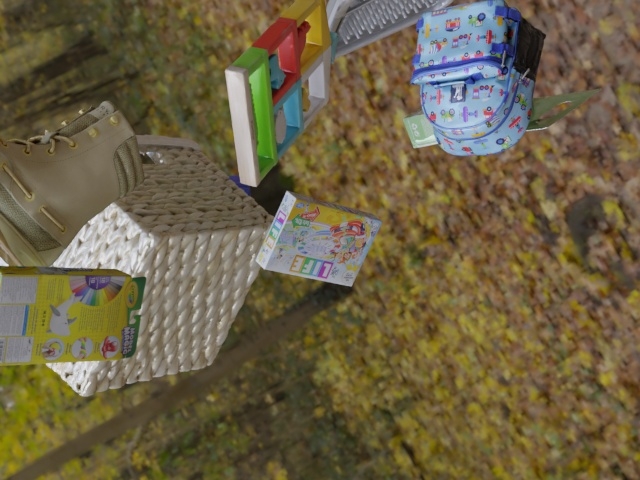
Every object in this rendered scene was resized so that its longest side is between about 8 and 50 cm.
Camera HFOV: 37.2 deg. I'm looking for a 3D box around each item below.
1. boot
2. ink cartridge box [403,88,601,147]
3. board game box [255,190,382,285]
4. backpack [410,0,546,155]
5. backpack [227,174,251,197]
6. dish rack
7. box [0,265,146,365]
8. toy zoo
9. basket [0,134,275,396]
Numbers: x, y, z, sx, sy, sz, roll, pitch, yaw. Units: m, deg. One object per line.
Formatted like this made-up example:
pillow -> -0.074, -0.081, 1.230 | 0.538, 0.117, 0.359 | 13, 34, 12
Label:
boot -> -0.318, -0.106, 1.062 | 0.095, 0.203, 0.262 | 23, 148, 42
ink cartridge box -> 0.263, -0.200, 1.392 | 0.235, 0.171, 0.056 | -6, 111, 46
board game box -> 0.000, 0.000, 1.266 | 0.154, 0.103, 0.026 | 13, -161, -39
backpack -> 0.193, -0.201, 1.213 | 0.158, 0.173, 0.117 | 3, 168, 37
backpack -> -0.185, -0.056, 1.885 | 0.101, 0.098, 0.120 | 34, 128, 53
dish rack -> 0.123, -0.421, 1.587 | 0.072, 0.286, 0.333 | 63, 170, 4
box -> -0.283, 0.082, 1.065 | 0.043, 0.179, 0.105 | 19, 102, 50
toy zoo -> -0.046, -0.239, 1.411 | 0.030, 0.293, 0.192 | 15, 135, 21
basket -> -0.298, 0.035, 1.519 | 0.266, 0.331, 0.328 | 41, -154, 26
